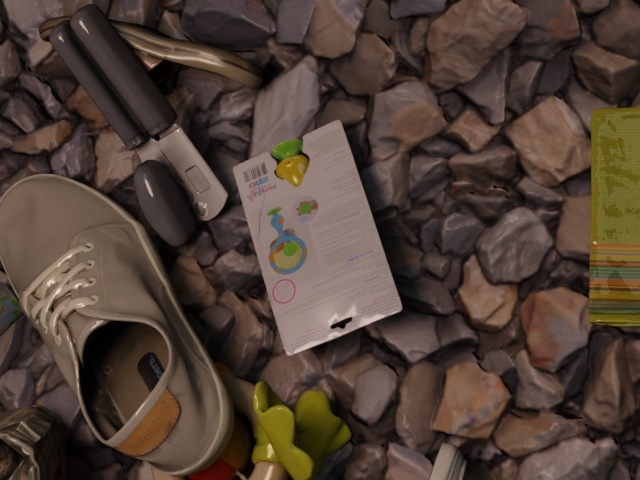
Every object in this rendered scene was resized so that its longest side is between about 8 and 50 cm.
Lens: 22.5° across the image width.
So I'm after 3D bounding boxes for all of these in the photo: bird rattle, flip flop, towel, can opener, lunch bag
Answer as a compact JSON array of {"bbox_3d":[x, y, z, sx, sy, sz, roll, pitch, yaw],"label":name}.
[{"bbox_3d":[-0.094,0.249,1.727,0.207,0.143,0.253,42,104,30],"label":"bird rattle"},{"bbox_3d":[-0.200,-0.203,1.844,0.277,0.112,0.080,16,97,12],"label":"flip flop"},{"bbox_3d":[0.335,-0.027,1.698,0.102,0.021,0.237,-1,78,14],"label":"towel"},{"bbox_3d":[-0.202,-0.129,1.783,0.074,0.093,0.280,-27,100,32],"label":"can opener"},{"bbox_3d":[-0.362,0.308,1.687,0.169,0.235,0.287,35,90,-2],"label":"lunch bag"}]

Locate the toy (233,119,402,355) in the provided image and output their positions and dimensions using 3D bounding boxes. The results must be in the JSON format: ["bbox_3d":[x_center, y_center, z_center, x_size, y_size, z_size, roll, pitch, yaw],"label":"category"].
[{"bbox_3d":[0.000,0.000,1.764,0.137,0.056,0.237,-23,69,13],"label":"toy"}]

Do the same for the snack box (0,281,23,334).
[{"bbox_3d":[-0.410,0.103,1.827,0.141,0.100,0.037,-44,71,2],"label":"snack box"}]

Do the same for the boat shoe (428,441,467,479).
[{"bbox_3d":[0.136,0.325,1.654,0.081,0.079,0.227,9,86,7],"label":"boat shoe"}]

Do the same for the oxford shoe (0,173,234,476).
[{"bbox_3d":[-0.246,0.070,1.734,0.169,0.130,0.449,-49,52,13],"label":"oxford shoe"}]
